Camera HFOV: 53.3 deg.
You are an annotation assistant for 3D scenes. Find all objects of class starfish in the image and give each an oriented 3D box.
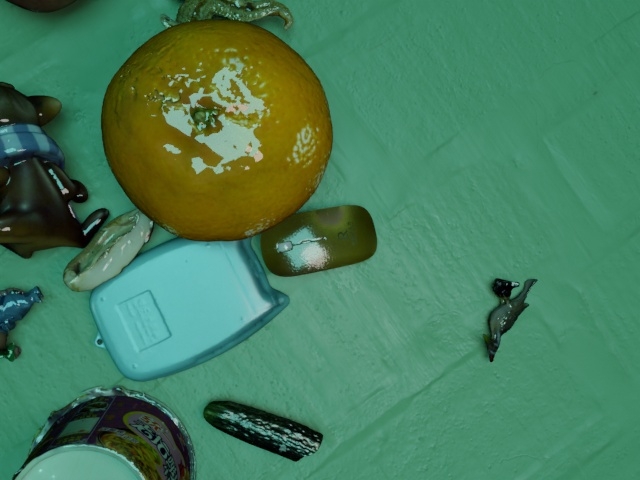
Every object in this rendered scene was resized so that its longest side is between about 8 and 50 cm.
[{"bbox_3d":[-0.229,-0.518,1.301,0.375,0.094,0.326,18,64,-3],"label":"starfish"}]

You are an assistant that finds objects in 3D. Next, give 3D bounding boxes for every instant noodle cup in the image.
[{"bbox_3d":[-0.406,0.452,1.143,0.340,0.266,0.339,0,86,-4],"label":"instant noodle cup"}]

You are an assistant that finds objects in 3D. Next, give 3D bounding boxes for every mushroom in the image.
[{"bbox_3d":[-0.419,0.021,1.253,0.209,0.094,0.072,-52,137,-24],"label":"mushroom"}]

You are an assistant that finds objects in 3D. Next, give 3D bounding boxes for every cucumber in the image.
[{"bbox_3d":[-0.118,0.375,1.273,0.242,0.074,0.074,21,85,-1],"label":"cucumber"}]

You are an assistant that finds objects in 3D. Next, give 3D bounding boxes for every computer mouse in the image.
[{"bbox_3d":[0.000,0.000,1.300,0.245,0.056,0.125,-10,86,-13],"label":"computer mouse"}]

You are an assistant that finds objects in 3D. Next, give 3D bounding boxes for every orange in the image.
[{"bbox_3d":[-0.186,-0.204,1.173,0.424,0.326,0.423,0,85,-4],"label":"orange"}]

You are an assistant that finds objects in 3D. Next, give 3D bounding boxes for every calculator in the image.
[{"bbox_3d":[-0.274,0.124,1.282,0.387,0.054,0.256,-26,89,-6],"label":"calculator"}]

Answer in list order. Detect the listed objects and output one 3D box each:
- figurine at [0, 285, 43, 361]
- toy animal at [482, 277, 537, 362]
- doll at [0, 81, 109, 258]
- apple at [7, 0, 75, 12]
[{"bbox_3d":[-0.615,0.163,1.225,0.178,0.114,0.144,-30,91,-15],"label":"figurine"},{"bbox_3d":[0.387,0.159,1.337,0.105,0.070,0.202,25,80,-22],"label":"toy animal"},{"bbox_3d":[-0.595,-0.123,1.210,0.318,0.209,0.339,-18,90,-39],"label":"doll"},{"bbox_3d":[-0.534,-0.595,1.210,0.306,0.235,0.305,1,85,-8],"label":"apple"}]
